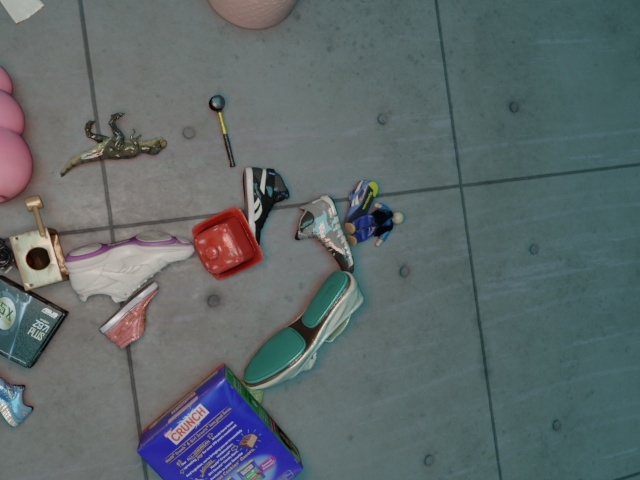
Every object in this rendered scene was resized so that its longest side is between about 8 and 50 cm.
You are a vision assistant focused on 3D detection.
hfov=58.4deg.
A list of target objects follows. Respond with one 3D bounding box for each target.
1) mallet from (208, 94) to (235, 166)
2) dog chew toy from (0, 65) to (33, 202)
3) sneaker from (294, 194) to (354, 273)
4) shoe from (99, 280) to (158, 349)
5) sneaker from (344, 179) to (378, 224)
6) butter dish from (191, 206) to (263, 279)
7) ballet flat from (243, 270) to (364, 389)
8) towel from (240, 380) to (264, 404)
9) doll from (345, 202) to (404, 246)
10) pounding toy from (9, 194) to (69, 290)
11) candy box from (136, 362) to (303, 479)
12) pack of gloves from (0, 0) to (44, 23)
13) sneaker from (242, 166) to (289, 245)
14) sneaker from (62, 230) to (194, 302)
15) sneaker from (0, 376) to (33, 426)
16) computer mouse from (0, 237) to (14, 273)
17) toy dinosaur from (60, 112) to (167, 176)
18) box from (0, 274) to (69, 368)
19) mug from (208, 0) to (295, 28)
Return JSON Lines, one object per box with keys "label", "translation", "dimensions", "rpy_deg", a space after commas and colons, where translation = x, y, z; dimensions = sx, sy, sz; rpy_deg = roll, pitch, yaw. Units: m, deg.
{"label": "mallet", "translation": [-0.251, -0.287, 1.496], "dimensions": [0.039, 0.062, 0.190], "rpy_deg": [-16, 93, -15]}
{"label": "dog chew toy", "translation": [-0.762, -0.254, 1.285], "dimensions": [0.206, 0.206, 0.332], "rpy_deg": [-4, 81, -16]}
{"label": "sneaker", "translation": [0.000, 0.000, 1.557], "dimensions": [0.132, 0.086, 0.229], "rpy_deg": [-18, 83, -11]}
{"label": "shoe", "translation": [-0.455, 0.187, 1.425], "dimensions": [0.178, 0.063, 0.081], "rpy_deg": [-44, 105, -11]}
{"label": "sneaker", "translation": [0.106, -0.105, 1.603], "dimensions": [0.053, 0.059, 0.144], "rpy_deg": [24, 98, -45]}
{"label": "butter dish", "translation": [-0.251, 0.019, 1.434], "dimensions": [0.160, 0.118, 0.160], "rpy_deg": [-24, 96, 19]}
{"label": "ballet flat", "translation": [-0.027, 0.259, 1.511], "dimensions": [0.139, 0.139, 0.400], "rpy_deg": [43, 85, -11]}
{"label": "towel", "translation": [-0.225, 0.419, 1.499], "dimensions": [0.148, 0.027, 0.110], "rpy_deg": [12, 84, -14]}
{"label": "doll", "translation": [0.156, -0.041, 1.606], "dimensions": [0.188, 0.046, 0.129], "rpy_deg": [-21, 115, -29]}
{"label": "pounding toy", "translation": [-0.658, 0.006, 1.306], "dimensions": [0.094, 0.181, 0.206], "rpy_deg": [-16, 93, -16]}
{"label": "candy box", "translation": [-0.244, 0.518, 1.420], "dimensions": [0.268, 0.122, 0.317], "rpy_deg": [-39, 103, -6]}
{"label": "pack of gloves", "translation": [-0.816, -0.605, 1.352], "dimensions": [0.195, 0.046, 0.232], "rpy_deg": [-41, 99, -13]}
{"label": "sneaker", "translation": [-0.139, -0.087, 1.514], "dimensions": [0.121, 0.079, 0.217], "rpy_deg": [-2, 89, -17]}
{"label": "sneaker", "translation": [-0.462, 0.066, 1.417], "dimensions": [0.304, 0.114, 0.152], "rpy_deg": [-11, 112, -17]}
{"label": "sneaker", "translation": [-0.736, 0.353, 1.345], "dimensions": [0.073, 0.063, 0.162], "rpy_deg": [-34, 102, -32]}
{"label": "computer mouse", "translation": [-0.843, 0.062, 1.263], "dimensions": [0.188, 0.072, 0.272], "rpy_deg": [40, 49, 15]}
{"label": "toy dinosaur", "translation": [-0.523, -0.246, 1.419], "dimensions": [0.268, 0.064, 0.118], "rpy_deg": [-16, 99, -13]}
{"label": "box", "translation": [-0.713, 0.189, 1.338], "dimensions": [0.180, 0.077, 0.147], "rpy_deg": [34, 79, -12]}
{"label": "mug", "translation": [-0.144, -0.763, 1.405], "dimensions": [0.276, 0.328, 0.375], "rpy_deg": [2, 87, -16]}
